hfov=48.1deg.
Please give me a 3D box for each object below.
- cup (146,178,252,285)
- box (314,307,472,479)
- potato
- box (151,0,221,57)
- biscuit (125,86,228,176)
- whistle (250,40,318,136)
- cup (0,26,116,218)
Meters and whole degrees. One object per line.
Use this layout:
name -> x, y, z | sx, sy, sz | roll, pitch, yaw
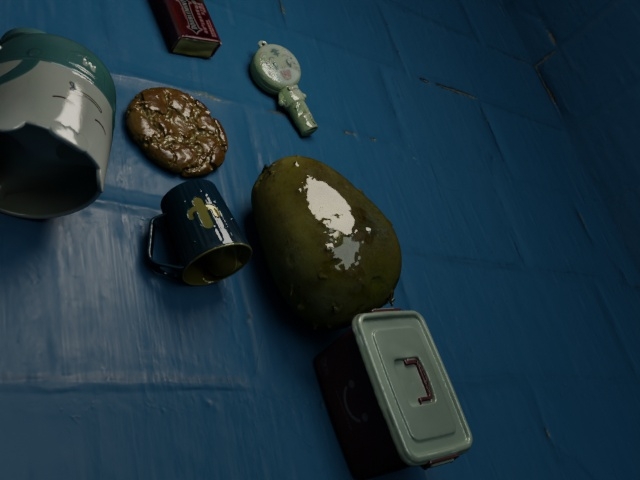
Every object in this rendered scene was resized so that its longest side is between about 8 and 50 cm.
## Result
cup -> -0.229, -0.012, 1.276 | 0.176, 0.131, 0.155 | -16, 64, -21
box -> 0.124, 0.286, 1.314 | 0.193, 0.167, 0.294 | 1, 59, -40
potato -> 0.012, -0.008, 1.404 | 0.269, 0.219, 0.359 | -7, 62, -37
box -> -0.316, -0.524, 1.631 | 0.120, 0.069, 0.224 | -3, 63, -44
biscuit -> -0.283, -0.222, 1.442 | 0.226, 0.042, 0.226 | 25, 44, -28
whistle -> -0.086, -0.368, 1.721 | 0.126, 0.067, 0.258 | -25, 82, -36
cup -> -0.459, -0.200, 1.112 | 0.289, 0.219, 0.258 | 34, 39, -39
